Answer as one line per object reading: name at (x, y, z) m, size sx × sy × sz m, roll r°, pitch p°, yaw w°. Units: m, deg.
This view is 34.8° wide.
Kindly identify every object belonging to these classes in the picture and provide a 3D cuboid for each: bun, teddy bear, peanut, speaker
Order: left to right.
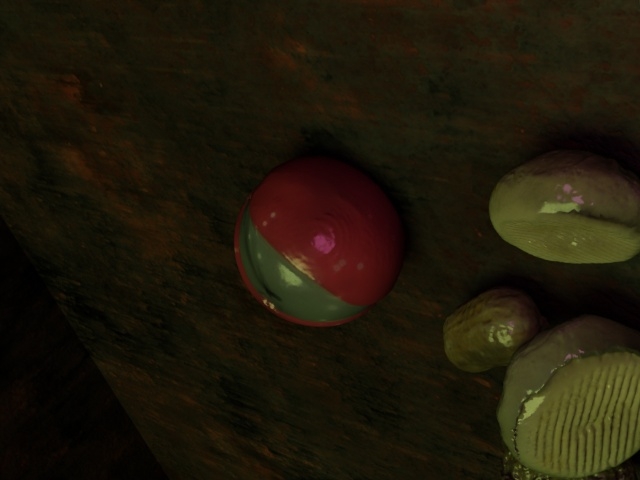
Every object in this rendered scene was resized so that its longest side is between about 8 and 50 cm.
speaker at (0.000, 0.000, 1.719) m, size 0.294 × 0.294 × 0.294 m, roll 29°, pitch 146°, yaw 22°
peanut at (0.275, 0.145, 1.633) m, size 0.129 × 0.129 × 0.224 m, roll 48°, pitch 151°, yaw -8°
teddy bear at (0.423, 0.382, 1.729) m, size 0.256 × 0.156 × 0.267 m, roll -7°, pitch 122°, yaw 50°
bun at (0.333, -0.054, 1.338) m, size 0.222 × 0.127 × 0.222 m, roll 11°, pitch 160°, yaw 4°
bun at (0.387, 0.225, 1.527) m, size 0.146 × 0.287 × 0.287 m, roll -111°, pitch -1°, yaw -54°
